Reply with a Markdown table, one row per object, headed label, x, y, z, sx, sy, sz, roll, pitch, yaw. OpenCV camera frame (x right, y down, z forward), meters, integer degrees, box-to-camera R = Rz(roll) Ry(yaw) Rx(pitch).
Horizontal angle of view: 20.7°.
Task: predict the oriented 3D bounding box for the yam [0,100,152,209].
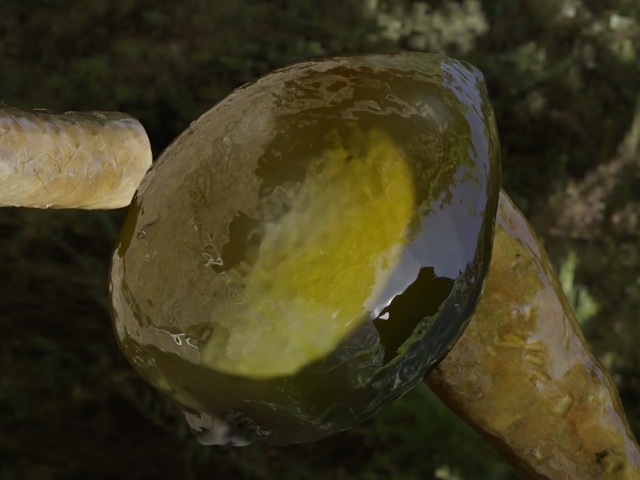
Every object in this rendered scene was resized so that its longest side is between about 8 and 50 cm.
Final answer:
| label | x | y | z | sx | sy | sz | roll | pitch | yaw |
| --- | --- | --- | --- | --- | --- | --- | --- | --- | --- |
| yam | -0.218 | -0.060 | 1.021 | 0.357 | 0.081 | 0.081 | 4 | 95 | -58 |

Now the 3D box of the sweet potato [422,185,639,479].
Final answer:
| label | x | y | z | sx | sy | sz | roll | pitch | yaw |
| --- | --- | --- | --- | --- | --- | --- | --- | --- | --- |
| sweet potato | 0.122 | 0.072 | 1.183 | 0.422 | 0.130 | 0.130 | 55 | -7 | -1 |

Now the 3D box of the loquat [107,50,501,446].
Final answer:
| label | x | y | z | sx | sy | sz | roll | pitch | yaw |
| --- | --- | --- | --- | --- | --- | --- | --- | --- | --- |
| loquat | 0.000 | 0.000 | 0.731 | 0.195 | 0.152 | 0.152 | -55 | -178 | -9 |
